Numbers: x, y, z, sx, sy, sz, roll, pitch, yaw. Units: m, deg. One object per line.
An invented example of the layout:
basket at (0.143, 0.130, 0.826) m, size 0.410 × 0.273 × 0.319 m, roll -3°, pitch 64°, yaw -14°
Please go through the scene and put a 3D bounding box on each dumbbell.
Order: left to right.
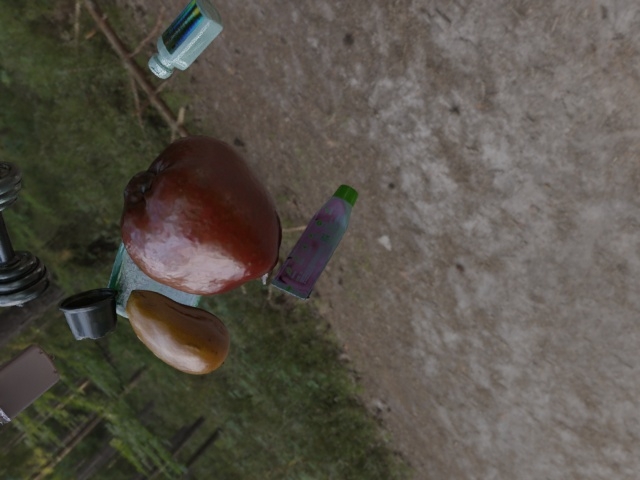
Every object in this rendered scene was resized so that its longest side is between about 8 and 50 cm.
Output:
dumbbell at (-0.777, -0.017, 1.604) m, size 0.179 × 0.179 × 0.407 m, roll 22°, pitch 128°, yaw 39°

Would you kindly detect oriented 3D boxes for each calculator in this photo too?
calculator at (-0.614, 0.290, 1.355) m, size 0.032 × 0.175 × 0.100 m, roll -12°, pitch 113°, yaw 42°

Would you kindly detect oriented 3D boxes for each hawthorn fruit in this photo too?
hawthorn fruit at (-0.219, -0.039, 1.237) m, size 0.311 × 0.295 × 0.295 m, roll 20°, pitch 151°, yaw 4°

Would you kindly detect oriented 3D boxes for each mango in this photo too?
mango at (-0.195, 0.130, 0.901) m, size 0.159 × 0.084 × 0.105 m, roll 27°, pitch -174°, yaw -29°

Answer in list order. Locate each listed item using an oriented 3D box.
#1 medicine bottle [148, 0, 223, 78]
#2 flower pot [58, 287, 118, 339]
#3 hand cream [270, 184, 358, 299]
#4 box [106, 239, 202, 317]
medicine bottle at (-0.358, -0.523, 1.737) m, size 0.083 × 0.229 × 0.121 m, roll 19°, pitch -142°, yaw -52°
flower pot at (-0.624, 0.204, 1.810) m, size 0.157 × 0.157 × 0.107 m, roll 11°, pitch 113°, yaw 49°
hand cream at (0.000, -0.001, 1.415) m, size 0.079 × 0.275 × 0.050 m, roll 10°, pitch 150°, yaw 41°
box at (-0.455, 0.086, 1.902) m, size 0.264 × 0.106 × 0.337 m, roll 21°, pitch 114°, yaw -12°
